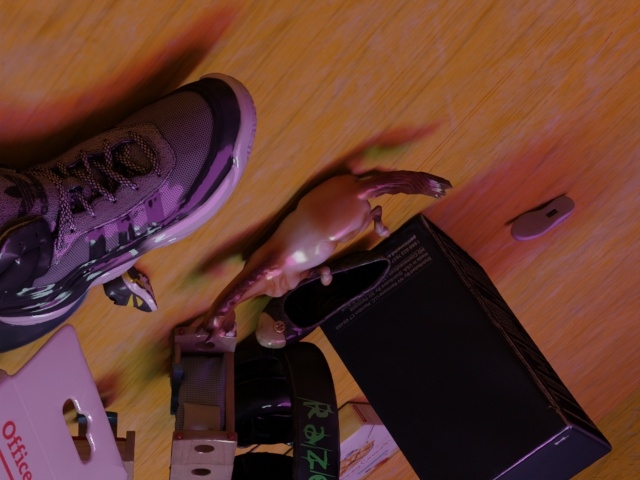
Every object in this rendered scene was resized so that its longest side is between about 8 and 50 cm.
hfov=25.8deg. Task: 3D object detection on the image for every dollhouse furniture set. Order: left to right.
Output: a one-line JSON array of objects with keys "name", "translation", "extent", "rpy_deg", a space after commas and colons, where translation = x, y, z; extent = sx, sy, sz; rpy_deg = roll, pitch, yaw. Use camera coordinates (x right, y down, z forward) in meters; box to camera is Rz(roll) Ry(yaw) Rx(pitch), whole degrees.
[{"name": "dollhouse furniture set", "translation": [-0.181, 0.172, 1.445], "extent": [0.184, 0.129, 0.129], "rpy_deg": [2, 148, -8]}]

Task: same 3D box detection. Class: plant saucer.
[{"name": "plant saucer", "translation": [-0.253, 0.053, 1.186], "extent": [0.119, 0.021, 0.119], "rpy_deg": [-30, 158, -13]}]

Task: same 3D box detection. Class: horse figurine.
[{"name": "horse figurine", "translation": [0.000, 0.000, 1.380], "extent": [0.263, 0.066, 0.174], "rpy_deg": [-39, 164, 16]}]

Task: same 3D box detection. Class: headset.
[{"name": "headset", "translation": [-0.033, 0.238, 1.606], "extent": [0.185, 0.243, 0.394], "rpy_deg": [3, 175, -18]}]

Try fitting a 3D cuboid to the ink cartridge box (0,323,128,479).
[{"name": "ink cartridge box", "translation": [-0.324, 0.229, 1.114], "extent": [0.353, 0.119, 0.207], "rpy_deg": [-47, 137, -39]}]

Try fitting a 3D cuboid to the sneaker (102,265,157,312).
[{"name": "sneaker", "translation": [-0.175, 0.046, 1.280], "extent": [0.035, 0.031, 0.083], "rpy_deg": [-21, 154, 3]}]

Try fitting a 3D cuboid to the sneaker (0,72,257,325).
[{"name": "sneaker", "translation": [-0.174, -0.035, 1.011], "extent": [0.269, 0.101, 0.153], "rpy_deg": [-37, 161, 12]}]

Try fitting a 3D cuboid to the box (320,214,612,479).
[{"name": "box", "translation": [0.168, 0.164, 1.642], "extent": [0.183, 0.294, 0.296], "rpy_deg": [-38, 157, 8]}]

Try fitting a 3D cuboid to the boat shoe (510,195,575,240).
[{"name": "boat shoe", "translation": [0.278, -0.022, 1.767], "extent": [0.100, 0.035, 0.035], "rpy_deg": [-31, 156, -27]}]

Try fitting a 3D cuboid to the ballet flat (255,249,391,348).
[{"name": "ballet flat", "translation": [0.001, 0.058, 1.500], "extent": [0.173, 0.057, 0.049], "rpy_deg": [-34, -178, -23]}]

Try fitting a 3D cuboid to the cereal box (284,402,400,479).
[{"name": "cereal box", "translation": [0.042, 0.314, 2.093], "extent": [0.173, 0.047, 0.240], "rpy_deg": [-42, 157, 17]}]
